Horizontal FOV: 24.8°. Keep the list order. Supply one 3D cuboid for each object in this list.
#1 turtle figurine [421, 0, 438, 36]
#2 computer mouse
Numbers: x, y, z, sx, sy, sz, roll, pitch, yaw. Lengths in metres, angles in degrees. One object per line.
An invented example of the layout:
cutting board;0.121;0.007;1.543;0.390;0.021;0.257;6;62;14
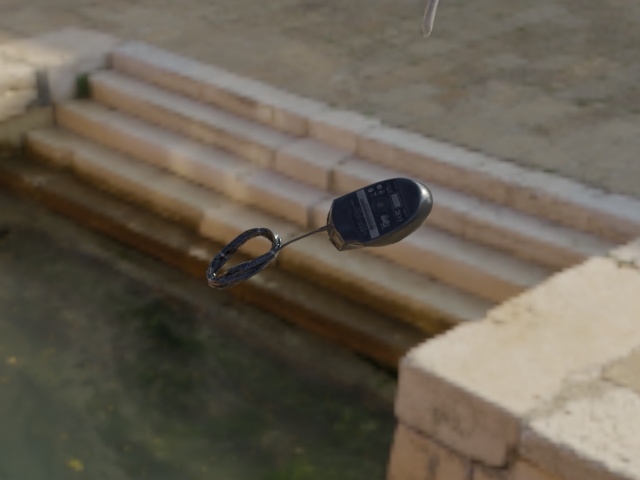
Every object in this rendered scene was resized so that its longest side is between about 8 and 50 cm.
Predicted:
turtle figurine;0.048;-0.310;1.053;0.275;0.266;0.198;-31;36;9
computer mouse;0.000;0.000;1.462;0.242;0.041;0.071;-19;56;7
